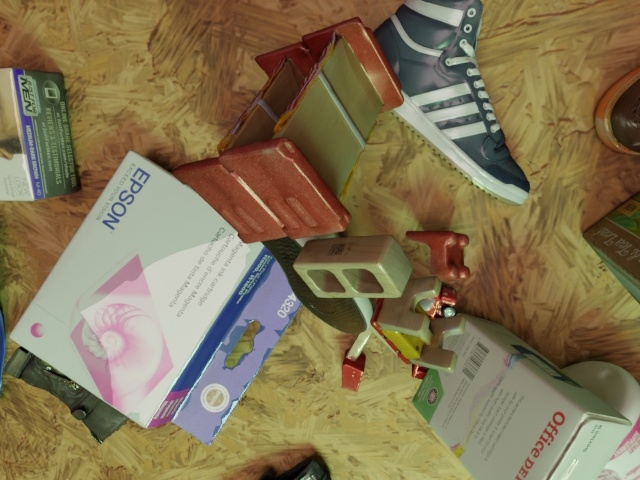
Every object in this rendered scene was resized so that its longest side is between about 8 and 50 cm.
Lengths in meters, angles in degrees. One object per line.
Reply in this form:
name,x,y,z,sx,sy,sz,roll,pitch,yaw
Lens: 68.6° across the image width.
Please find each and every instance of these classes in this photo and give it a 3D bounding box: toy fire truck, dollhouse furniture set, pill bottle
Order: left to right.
dollhouse furniture set,0.043,-0.029,0.556,0.152,0.201,0.374,-5,137,41
toy fire truck,0.112,0.144,0.695,0.135,0.047,0.191,14,108,7
pill bottle,0.419,0.314,0.621,0.160,0.160,0.283,-41,95,19

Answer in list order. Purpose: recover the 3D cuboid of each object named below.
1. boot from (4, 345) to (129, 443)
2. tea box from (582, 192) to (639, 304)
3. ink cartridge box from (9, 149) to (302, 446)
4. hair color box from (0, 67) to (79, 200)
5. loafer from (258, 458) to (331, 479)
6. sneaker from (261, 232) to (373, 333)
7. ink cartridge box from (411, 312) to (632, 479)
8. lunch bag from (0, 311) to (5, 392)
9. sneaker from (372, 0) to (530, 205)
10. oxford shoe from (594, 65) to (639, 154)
boot,-0.384,0.211,0.806,0.229,0.091,0.263,39,110,-8
tea box,0.498,0.015,0.432,0.323,0.329,0.220,-42,94,18
ink cartridge box,-0.219,0.091,0.686,0.330,0.071,0.324,32,90,2
hair color box,-0.560,-0.160,0.717,0.339,0.110,0.185,1,105,9
loafer,-0.086,0.437,0.807,0.223,0.076,0.078,-27,93,12
sneaker,0.000,0.000,0.647,0.106,0.123,0.290,-13,120,41
ink cartridge box,0.232,0.213,0.584,0.093,0.212,0.154,18,102,-26
lunch bag,-0.738,0.146,0.771,0.328,0.238,0.385,17,131,5
sneaker,0.179,-0.178,0.565,0.282,0.099,0.153,42,111,1
oxford shoe,0.479,-0.213,0.475,0.364,0.132,0.130,-42,93,18
